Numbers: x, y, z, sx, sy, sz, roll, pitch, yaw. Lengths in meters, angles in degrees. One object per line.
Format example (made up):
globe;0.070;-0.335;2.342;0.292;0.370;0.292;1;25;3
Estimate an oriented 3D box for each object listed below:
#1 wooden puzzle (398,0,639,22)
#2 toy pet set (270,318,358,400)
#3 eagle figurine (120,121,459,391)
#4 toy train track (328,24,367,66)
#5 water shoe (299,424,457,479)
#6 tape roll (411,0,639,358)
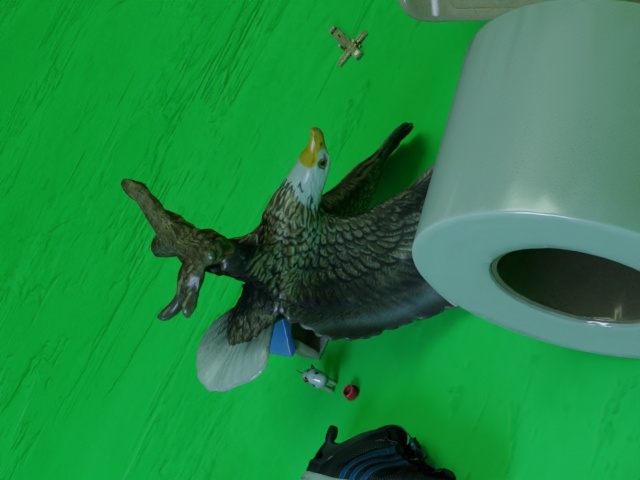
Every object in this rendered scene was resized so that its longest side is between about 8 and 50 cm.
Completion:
wooden puzzle;0.211;-0.355;1.198;0.348;0.322;0.080;5;24;37
toy pet set;-0.001;0.077;1.304;0.114;0.065;0.122;5;67;52
eagle figurine;0.004;-0.007;1.251;0.225;0.298;0.226;-48;55;52
toy train track;0.025;-0.225;1.549;0.048;0.014;0.083;-50;35;10
water shoe;0.058;0.188;1.142;0.203;0.073;0.080;-5;58;48
tape roll;0.203;-0.038;0.993;0.246;0.246;0.169;-7;59;48
